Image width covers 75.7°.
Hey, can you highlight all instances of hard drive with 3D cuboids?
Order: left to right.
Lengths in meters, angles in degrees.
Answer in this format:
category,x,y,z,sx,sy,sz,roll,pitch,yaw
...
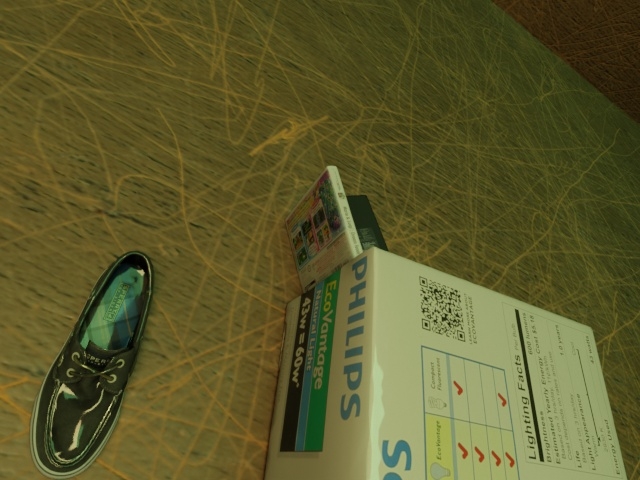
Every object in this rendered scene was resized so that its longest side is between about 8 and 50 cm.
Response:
category,x,y,z,sx,sy,sz,roll,pitch,yaw
hard drive,0.062,-0.014,0.699,0.094,0.022,0.135,-7,70,-35

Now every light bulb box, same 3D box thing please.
category,x,y,z,sx,sy,sz,roll,pitch,yaw
light bulb box,0.140,0.248,0.478,0.361,0.225,0.357,20,57,-22

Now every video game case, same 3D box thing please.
category,x,y,z,sx,sy,sz,roll,pitch,yaw
video game case,0.000,0.000,0.564,0.019,0.157,0.143,-4,68,-28

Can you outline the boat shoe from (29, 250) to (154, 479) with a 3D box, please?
category,x,y,z,sx,sy,sz,roll,pitch,yaw
boat shoe,-0.220,0.112,0.418,0.080,0.076,0.228,24,55,-20
